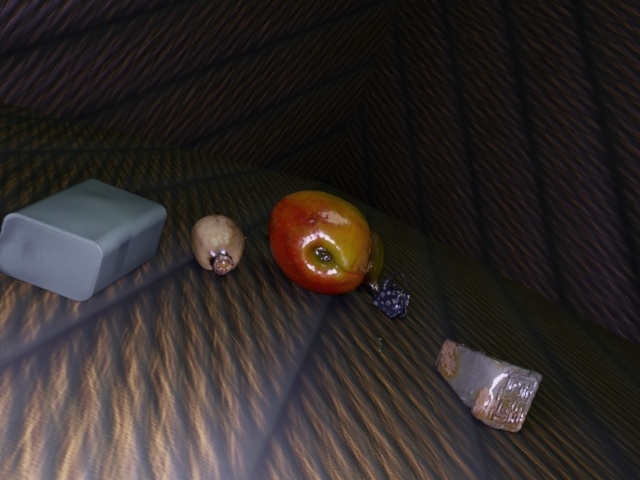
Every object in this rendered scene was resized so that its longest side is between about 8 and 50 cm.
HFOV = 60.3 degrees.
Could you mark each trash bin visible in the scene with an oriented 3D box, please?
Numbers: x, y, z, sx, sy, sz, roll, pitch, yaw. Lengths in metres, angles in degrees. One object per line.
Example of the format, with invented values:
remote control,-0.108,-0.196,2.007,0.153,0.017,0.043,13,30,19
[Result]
trash bin,-0.512,-0.014,1.213,0.223,0.158,0.343,21,13,-2

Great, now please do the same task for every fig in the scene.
fig,0.158,0.093,1.895,0.217,0.217,0.320,9,40,-45

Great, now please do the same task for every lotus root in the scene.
lotus root,-0.285,0.007,1.551,0.155,0.140,0.257,9,22,-23

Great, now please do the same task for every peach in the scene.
peach,-0.001,0.002,1.691,0.373,0.289,0.372,21,9,-3

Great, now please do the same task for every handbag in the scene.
handbag,0.230,0.165,1.739,0.072,0.139,0.115,2,23,-36

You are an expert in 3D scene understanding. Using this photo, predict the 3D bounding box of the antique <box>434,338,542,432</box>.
antique,0.393,0.333,1.358,0.125,0.150,0.284,22,3,-18

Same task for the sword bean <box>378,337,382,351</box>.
sword bean,0.157,0.275,1.445,0.012,0.012,0.083,22,11,1
